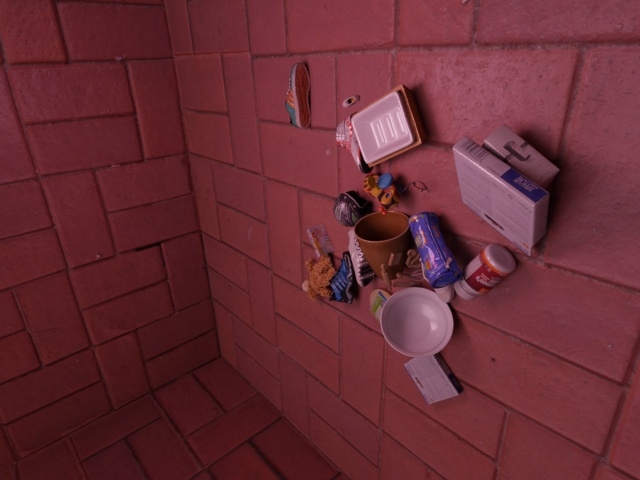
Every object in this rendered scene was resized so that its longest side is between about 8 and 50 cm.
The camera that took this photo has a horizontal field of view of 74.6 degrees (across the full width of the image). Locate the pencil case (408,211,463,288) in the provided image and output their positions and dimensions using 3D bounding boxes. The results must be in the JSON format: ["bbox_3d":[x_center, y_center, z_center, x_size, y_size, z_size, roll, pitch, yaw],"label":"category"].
[{"bbox_3d":[0.432,0.030,1.601,0.133,0.119,0.306,94,165,-60],"label":"pencil case"}]

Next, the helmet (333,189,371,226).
[{"bbox_3d":[0.137,-0.145,1.935,0.169,0.161,0.170,26,126,42],"label":"helmet"}]

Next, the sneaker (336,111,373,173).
[{"bbox_3d":[0.148,-0.410,1.843,0.145,0.090,0.270,-13,87,53],"label":"sneaker"}]

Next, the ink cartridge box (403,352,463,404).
[{"bbox_3d":[0.513,0.627,1.938,0.223,0.045,0.224,58,143,15],"label":"ink cartridge box"}]

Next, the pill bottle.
[{"bbox_3d":[0.590,0.121,1.531,0.121,0.121,0.221,52,140,21],"label":"pill bottle"}]

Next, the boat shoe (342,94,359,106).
[{"bbox_3d":[0.125,-0.605,1.831,0.100,0.035,0.035,-1,106,51],"label":"boat shoe"}]

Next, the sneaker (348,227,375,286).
[{"bbox_3d":[0.194,0.076,2.034,0.118,0.109,0.293,7,105,58],"label":"sneaker"}]

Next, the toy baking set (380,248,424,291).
[{"bbox_3d":[0.355,0.140,1.765,0.030,0.196,0.256,-115,6,-51],"label":"toy baking set"}]

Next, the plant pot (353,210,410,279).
[{"bbox_3d":[0.280,0.040,1.820,0.237,0.237,0.255,23,138,44],"label":"plant pot"}]

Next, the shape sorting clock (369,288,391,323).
[{"bbox_3d":[0.313,0.334,2.049,0.206,0.040,0.206,32,134,41],"label":"shape sorting clock"}]

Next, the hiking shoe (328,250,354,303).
[{"bbox_3d":[0.106,0.195,2.141,0.113,0.131,0.304,-82,-7,-65],"label":"hiking shoe"}]

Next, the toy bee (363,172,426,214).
[{"bbox_3d":[0.262,-0.194,1.729,0.195,0.162,0.298,36,172,-16],"label":"toy bee"}]

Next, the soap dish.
[{"bbox_3d":[0.269,-0.445,1.660,0.290,0.118,0.229,-16,94,54],"label":"soap dish"}]

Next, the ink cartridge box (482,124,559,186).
[{"bbox_3d":[0.604,-0.231,1.313,0.218,0.092,0.159,53,175,23],"label":"ink cartridge box"}]

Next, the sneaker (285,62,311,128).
[{"bbox_3d":[-0.122,-0.699,2.037,0.121,0.108,0.303,22,125,39],"label":"sneaker"}]

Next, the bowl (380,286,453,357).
[{"bbox_3d":[0.408,0.358,1.797,0.298,0.297,0.134,49,173,25],"label":"bowl"}]

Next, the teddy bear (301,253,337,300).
[{"bbox_3d":[-0.011,0.211,2.341,0.338,0.113,0.245,-25,85,53],"label":"teddy bear"}]

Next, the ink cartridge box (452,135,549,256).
[{"bbox_3d":[0.573,-0.137,1.347,0.324,0.071,0.330,51,-179,36],"label":"ink cartridge box"}]

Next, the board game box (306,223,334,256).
[{"bbox_3d":[0.000,0.000,2.227,0.026,0.103,0.154,-26,86,53],"label":"board game box"}]

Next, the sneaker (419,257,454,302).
[{"bbox_3d":[0.471,0.153,1.721,0.087,0.092,0.229,-21,92,52],"label":"sneaker"}]
